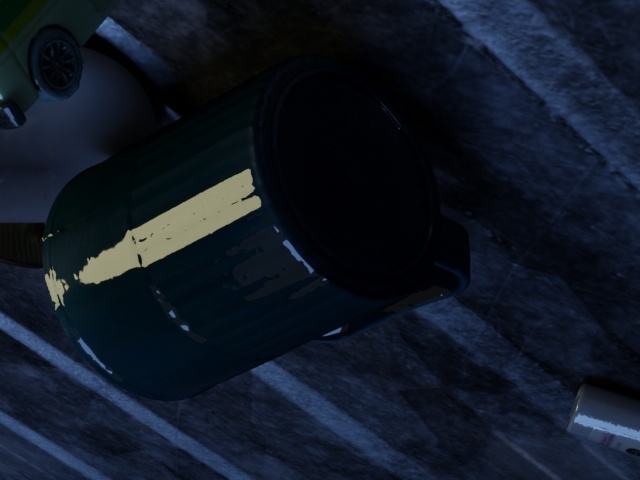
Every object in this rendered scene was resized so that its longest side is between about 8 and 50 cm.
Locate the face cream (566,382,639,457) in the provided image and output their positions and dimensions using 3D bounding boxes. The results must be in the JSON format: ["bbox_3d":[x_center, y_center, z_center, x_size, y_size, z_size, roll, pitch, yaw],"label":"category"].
[{"bbox_3d":[0.375,0.217,1.676,0.198,0.057,0.084,19,154,9],"label":"face cream"}]

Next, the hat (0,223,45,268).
[{"bbox_3d":[-0.377,-0.046,1.764,0.193,0.082,0.193,24,-167,-6],"label":"hat"}]

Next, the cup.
[{"bbox_3d":[-0.047,0.011,1.365,0.292,0.242,0.308,-27,112,41],"label":"cup"}]

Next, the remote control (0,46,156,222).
[{"bbox_3d":[-0.324,-0.102,1.468,0.332,0.103,0.221,-1,135,-18],"label":"remote control"}]

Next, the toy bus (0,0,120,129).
[{"bbox_3d":[-0.220,-0.216,1.108,0.133,0.276,0.165,0,134,34],"label":"toy bus"}]
